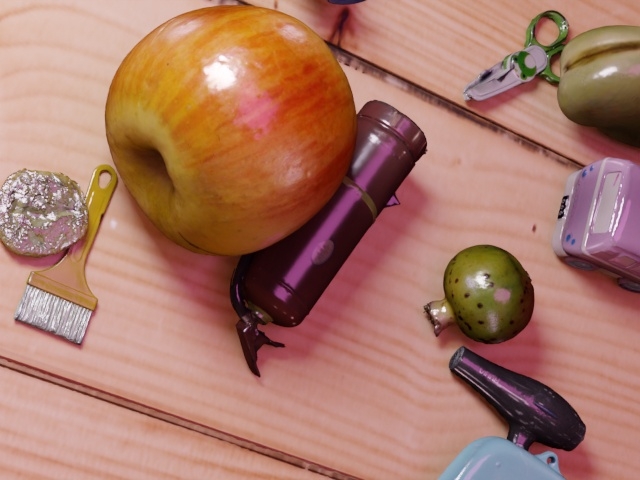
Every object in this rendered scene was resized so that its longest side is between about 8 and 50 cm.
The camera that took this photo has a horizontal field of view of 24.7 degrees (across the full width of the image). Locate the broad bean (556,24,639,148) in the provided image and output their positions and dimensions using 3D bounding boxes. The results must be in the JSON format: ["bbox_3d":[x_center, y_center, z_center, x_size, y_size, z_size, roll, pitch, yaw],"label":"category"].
[{"bbox_3d":[0.434,-0.198,1.929,0.263,0.189,0.121,18,54,-31],"label":"broad bean"}]

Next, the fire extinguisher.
[{"bbox_3d":[0.000,0.000,1.724,0.341,0.105,0.141,-54,129,-15],"label":"fire extinguisher"}]

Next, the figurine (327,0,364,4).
[{"bbox_3d":[-0.007,-0.404,1.768,0.164,0.121,0.262,40,41,-45],"label":"figurine"}]

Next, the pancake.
[{"bbox_3d":[-0.306,-0.029,1.606,0.108,0.017,0.108,4,79,-20],"label":"pancake"}]

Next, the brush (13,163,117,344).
[{"bbox_3d":[-0.269,0.008,1.629,0.083,0.011,0.205,25,72,-22],"label":"brush"}]

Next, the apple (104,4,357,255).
[{"bbox_3d":[-0.093,-0.121,1.587,0.233,0.286,0.286,-33,99,-30],"label":"apple"}]

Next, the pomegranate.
[{"bbox_3d":[0.203,0.070,1.818,0.130,0.130,0.130,4,82,-27],"label":"pomegranate"}]

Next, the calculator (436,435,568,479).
[{"bbox_3d":[0.194,0.425,1.773,0.256,0.054,0.386,36,74,-19],"label":"calculator"}]

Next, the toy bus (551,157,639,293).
[{"bbox_3d":[0.424,-0.011,1.922,0.202,0.142,0.142,22,74,-24],"label":"toy bus"}]

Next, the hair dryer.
[{"bbox_3d":[0.211,0.263,1.829,0.195,0.075,0.219,32,77,-10],"label":"hair dryer"}]

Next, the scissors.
[{"bbox_3d":[0.265,-0.228,1.931,0.204,0.027,0.101,-31,96,-30],"label":"scissors"}]
